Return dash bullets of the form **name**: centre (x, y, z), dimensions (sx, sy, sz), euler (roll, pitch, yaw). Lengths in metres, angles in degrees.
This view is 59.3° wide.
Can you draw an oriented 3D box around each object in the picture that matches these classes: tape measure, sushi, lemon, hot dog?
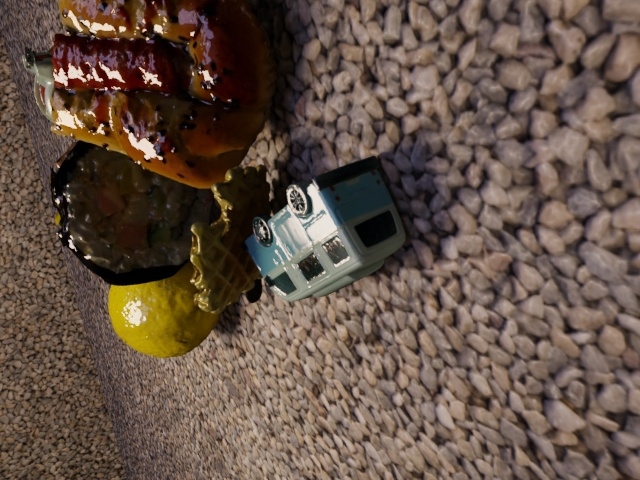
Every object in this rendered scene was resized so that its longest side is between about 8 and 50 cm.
- **tape measure**: centre (-0.626, -0.396, 1.476), dimensions (0.125, 0.243, 0.246), euler (36, 133, 36)
- **sushi**: centre (-0.429, -0.084, 1.256), dimensions (0.285, 0.327, 0.329), euler (9, 106, 53)
- **lemon**: centre (-0.380, 0.154, 1.385), dimensions (0.322, 0.268, 0.268), euler (-31, 80, 50)
- **hot dog**: centre (-0.260, -0.276, 0.949), dimensions (0.365, 0.196, 0.367), euler (22, 120, 1)

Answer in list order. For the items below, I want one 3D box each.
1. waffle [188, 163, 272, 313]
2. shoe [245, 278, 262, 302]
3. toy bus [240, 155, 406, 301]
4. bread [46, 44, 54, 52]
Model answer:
- **waffle**: centre (-0.147, -0.008, 1.005), dimensions (0.056, 0.250, 0.261), euler (11, 114, 21)
- **shoe**: centre (-0.131, 0.060, 1.167), dimensions (0.053, 0.062, 0.159), euler (16, 119, 36)
- **toy bus**: centre (0.000, 0.000, 0.884), dimensions (0.271, 0.133, 0.165), euler (-34, 82, 53)
- **bread**: centre (-0.703, -0.448, 1.632), dimensions (0.192, 0.171, 0.314), euler (-29, 83, 60)
